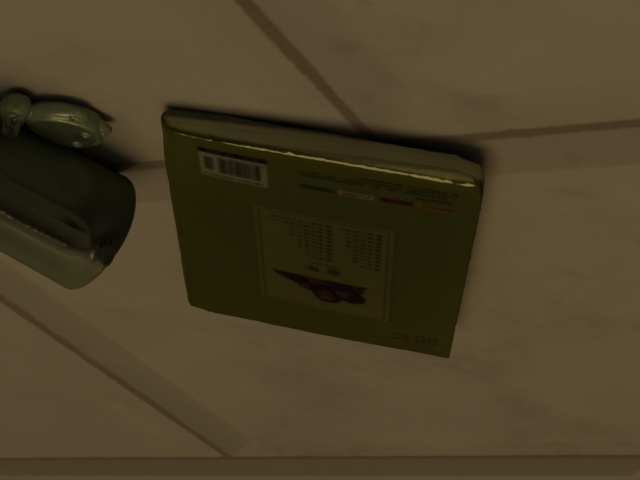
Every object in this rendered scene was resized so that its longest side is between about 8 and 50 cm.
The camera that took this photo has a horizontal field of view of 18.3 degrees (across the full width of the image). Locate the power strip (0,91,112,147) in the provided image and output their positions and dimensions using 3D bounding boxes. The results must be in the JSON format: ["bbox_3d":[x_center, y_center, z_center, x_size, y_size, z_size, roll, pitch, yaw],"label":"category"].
[{"bbox_3d":[-0.197,-0.083,1.462,0.083,0.035,0.055,17,156,-21],"label":"power strip"}]

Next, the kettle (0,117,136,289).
[{"bbox_3d":[-0.225,-0.027,1.495,0.148,0.126,0.098,30,129,-34],"label":"kettle"}]

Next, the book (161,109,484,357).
[{"bbox_3d":[0.000,0.000,1.573,0.239,0.035,0.352,10,157,4],"label":"book"}]
